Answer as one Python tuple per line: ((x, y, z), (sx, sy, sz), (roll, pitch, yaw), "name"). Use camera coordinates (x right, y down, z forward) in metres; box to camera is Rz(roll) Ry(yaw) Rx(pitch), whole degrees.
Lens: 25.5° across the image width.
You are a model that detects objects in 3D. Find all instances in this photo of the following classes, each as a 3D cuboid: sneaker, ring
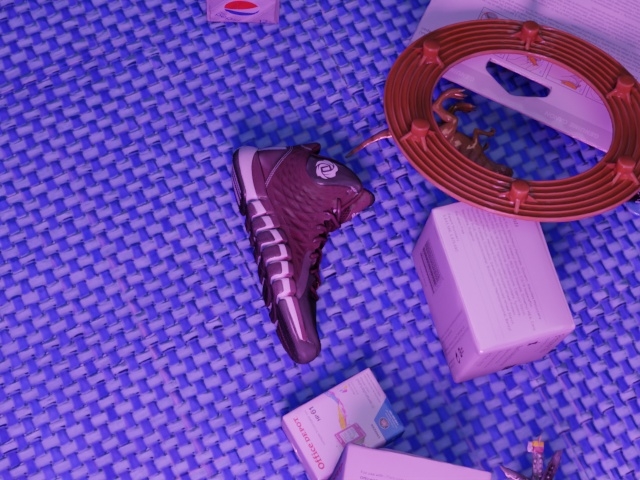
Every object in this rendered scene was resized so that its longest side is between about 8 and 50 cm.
((0.000, 0.000, 1.711), (0.162, 0.106, 0.281), (-14, 75, -11), "sneaker")
((0.241, -0.156, 1.670), (0.336, 0.032, 0.336), (4, 50, -5), "ring")

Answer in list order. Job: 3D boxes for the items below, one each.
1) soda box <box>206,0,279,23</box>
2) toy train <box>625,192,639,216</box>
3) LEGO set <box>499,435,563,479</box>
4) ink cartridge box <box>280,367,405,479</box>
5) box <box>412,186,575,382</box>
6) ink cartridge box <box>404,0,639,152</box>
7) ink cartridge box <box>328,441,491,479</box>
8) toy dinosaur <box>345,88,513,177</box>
((-0.098, -0.429, 1.831), (0.098, 0.091, 0.286), (2, 74, -3), "soda box")
((0.461, -0.081, 1.782), (0.184, 0.080, 0.105), (8, 65, 1), "toy train")
((0.317, 0.393, 1.572), (0.331, 0.192, 0.255), (24, 74, 3), "LEGO set")
((0.025, 0.221, 1.674), (0.122, 0.052, 0.088), (-29, 78, -10), "ink cartridge box")
((0.199, 0.055, 1.666), (0.119, 0.181, 0.182), (-16, 75, -8), "box")
((0.284, -0.271, 1.826), (0.296, 0.066, 0.261), (26, 74, 4), "ink cartridge box")
((0.079, 0.368, 1.553), (0.168, 0.171, 0.233), (12, 62, -4), "ink cartridge box")
((0.149, -0.133, 1.779), (0.211, 0.064, 0.112), (17, 75, 1), "toy dinosaur")
